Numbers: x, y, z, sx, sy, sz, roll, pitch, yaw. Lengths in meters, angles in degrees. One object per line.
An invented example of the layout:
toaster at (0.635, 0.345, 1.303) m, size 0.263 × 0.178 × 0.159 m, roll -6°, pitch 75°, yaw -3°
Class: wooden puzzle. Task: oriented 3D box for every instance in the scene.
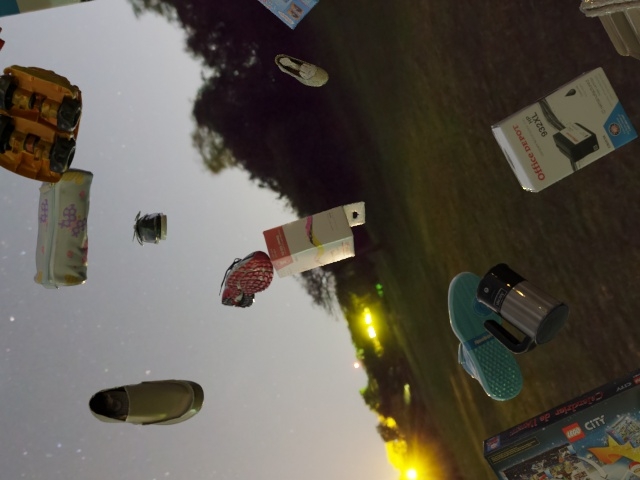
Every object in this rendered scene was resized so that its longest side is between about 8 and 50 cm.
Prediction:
wooden puzzle at (0.740, -0.534, 1.354) m, size 0.221 × 0.044 × 0.239 m, roll 52°, pitch -160°, yaw -15°

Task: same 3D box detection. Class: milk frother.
milk frother at (0.371, 0.117, 0.994) m, size 0.134 × 0.143 × 0.129 m, roll 42°, pitch 141°, yaw 44°

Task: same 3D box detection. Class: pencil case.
pencil case at (-0.571, -0.033, 1.245) m, size 0.124 × 0.113 × 0.273 m, roll -140°, pitch 56°, yaw -72°

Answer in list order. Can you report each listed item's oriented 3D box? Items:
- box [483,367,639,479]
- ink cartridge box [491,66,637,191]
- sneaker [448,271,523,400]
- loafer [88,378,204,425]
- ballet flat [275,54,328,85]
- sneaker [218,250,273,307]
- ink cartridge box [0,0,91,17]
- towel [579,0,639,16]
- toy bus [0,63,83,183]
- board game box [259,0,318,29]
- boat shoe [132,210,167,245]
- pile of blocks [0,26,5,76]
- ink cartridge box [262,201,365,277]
box at (0.352, 0.285, 0.716) m, size 0.159 × 0.233 × 0.044 m, roll 58°, pitch -161°, yaw 3°
ink cartridge box at (0.683, -0.308, 1.593) m, size 0.223 × 0.307 × 0.129 m, roll 60°, pitch -171°, yaw -5°
sneaker at (0.388, 0.232, 1.423) m, size 0.208 × 0.127 × 0.319 m, roll 95°, pitch 157°, yaw -88°
loafer at (-0.395, 0.367, 1.252) m, size 0.092 × 0.268 × 0.102 m, roll 62°, pitch -160°, yaw -73°
ballet flat at (-0.057, -0.465, 1.529) m, size 0.168 × 0.057 × 0.052 m, roll 26°, pitch -175°, yaw 26°
sneaker at (-0.218, 0.095, 1.582) m, size 0.299 × 0.120 × 0.112 m, roll 136°, pitch 140°, yaw -55°
ink cartridge box at (-0.546, -0.638, 1.115) m, size 0.166 × 0.394 × 0.286 m, roll 45°, pitch 146°, yaw 35°
towel at (0.682, -0.551, 1.134) m, size 0.049 × 0.282 × 0.187 m, roll 42°, pitch -122°, yaw -51°
toy bus at (-0.550, -0.262, 1.141) m, size 0.212 × 0.149 × 0.220 m, roll -86°, pitch 20°, yaw -55°
board game box at (-0.092, -0.599, 1.339) m, size 0.160 × 0.039 × 0.211 m, roll 36°, pitch 172°, yaw -17°
boat shoe at (-0.468, -0.031, 1.526) m, size 0.254 × 0.079 × 0.095 m, roll -168°, pitch 81°, yaw -68°
pile of blocks at (-0.758, -0.407, 1.264) m, size 0.149 × 0.112 × 0.362 m, roll 41°, pitch 141°, yaw 37°
ink cartridge box at (0.000, 0.000, 1.069) m, size 0.115 × 0.198 × 0.067 m, roll 75°, pitch 177°, yaw -70°
